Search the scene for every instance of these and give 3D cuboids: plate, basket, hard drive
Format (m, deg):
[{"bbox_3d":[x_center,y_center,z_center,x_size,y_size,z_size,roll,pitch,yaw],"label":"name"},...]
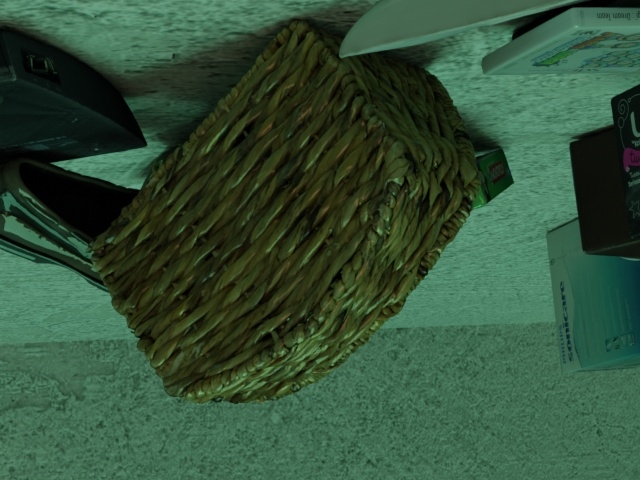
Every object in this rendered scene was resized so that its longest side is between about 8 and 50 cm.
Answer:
[{"bbox_3d":[0.182,-0.177,0.937,0.277,0.045,0.278,-10,-172,29],"label":"plate"},{"bbox_3d":[0.000,0.000,1.237,0.299,0.213,0.223,-46,153,19],"label":"basket"},{"bbox_3d":[-0.263,-0.110,1.214,0.172,0.054,0.254,-8,170,15],"label":"hard drive"}]

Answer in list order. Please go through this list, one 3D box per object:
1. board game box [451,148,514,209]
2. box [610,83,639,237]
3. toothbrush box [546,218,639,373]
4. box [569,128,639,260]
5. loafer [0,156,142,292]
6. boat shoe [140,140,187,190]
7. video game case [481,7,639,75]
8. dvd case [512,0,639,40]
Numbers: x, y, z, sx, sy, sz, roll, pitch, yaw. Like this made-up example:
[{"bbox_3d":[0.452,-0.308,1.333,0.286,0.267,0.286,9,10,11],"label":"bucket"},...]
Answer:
[{"bbox_3d":[0.040,-0.023,1.586,0.317,0.046,0.213,-17,-177,16],"label":"board game box"},{"bbox_3d":[0.394,-0.095,1.279,0.163,0.142,0.247,-3,171,-23],"label":"box"},{"bbox_3d":[0.440,0.063,2.061,0.126,0.216,0.295,-2,168,-18],"label":"toothbrush box"},{"bbox_3d":[0.470,-0.079,1.535,0.191,0.143,0.381,4,165,-42],"label":"box"},{"bbox_3d":[-0.189,-0.009,1.343,0.267,0.096,0.084,17,145,-34],"label":"loafer"},{"bbox_3d":[-0.126,-0.046,1.482,0.091,0.109,0.305,-8,174,-15],"label":"boat shoe"},{"bbox_3d":[0.224,-0.156,1.158,0.143,0.019,0.157,-3,174,-19],"label":"video game case"},{"bbox_3d":[0.310,-0.182,1.211,0.253,0.022,0.180,0,168,-27],"label":"dvd case"}]
